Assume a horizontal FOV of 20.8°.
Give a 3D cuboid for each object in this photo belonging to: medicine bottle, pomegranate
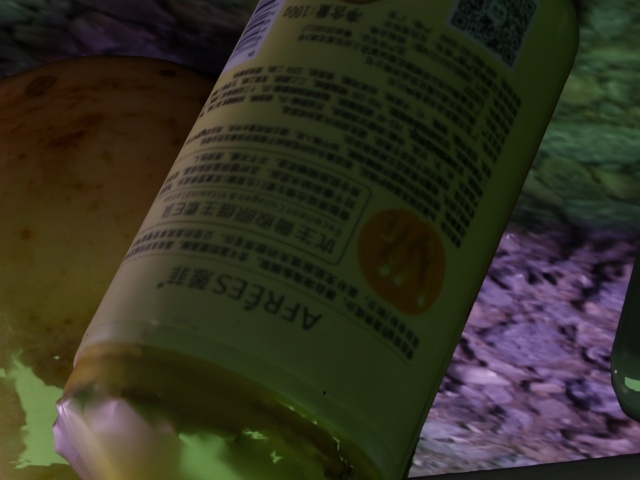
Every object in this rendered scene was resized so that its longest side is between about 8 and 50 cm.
[{"bbox_3d":[0.000,0.000,0.601,0.124,0.238,0.124,20,155,9],"label":"medicine bottle"},{"bbox_3d":[-0.093,0.026,0.760,0.215,0.215,0.215,17,154,9],"label":"pomegranate"}]

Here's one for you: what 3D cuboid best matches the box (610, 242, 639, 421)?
[{"bbox_3d":[0.239,0.043,0.660,0.244,0.103,0.055,12,157,18],"label":"box"}]

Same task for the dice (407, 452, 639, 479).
[{"bbox_3d":[0.137,0.233,0.796,0.304,0.276,0.304,-9,171,0],"label":"dice"}]
